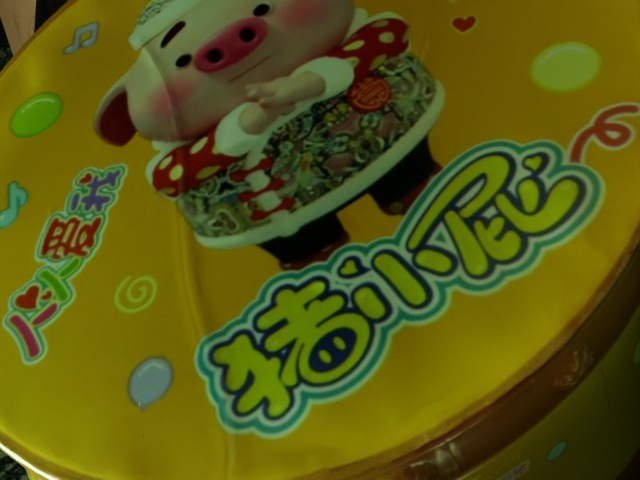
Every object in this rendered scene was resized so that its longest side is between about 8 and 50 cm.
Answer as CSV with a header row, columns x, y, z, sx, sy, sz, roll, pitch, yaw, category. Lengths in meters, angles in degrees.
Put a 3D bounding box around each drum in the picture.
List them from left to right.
x,y,z,sx,sy,sz,roll,pitch,yaw,category
0.000,0.000,0.580,0.431,0.431,0.214,54,174,39,drum
